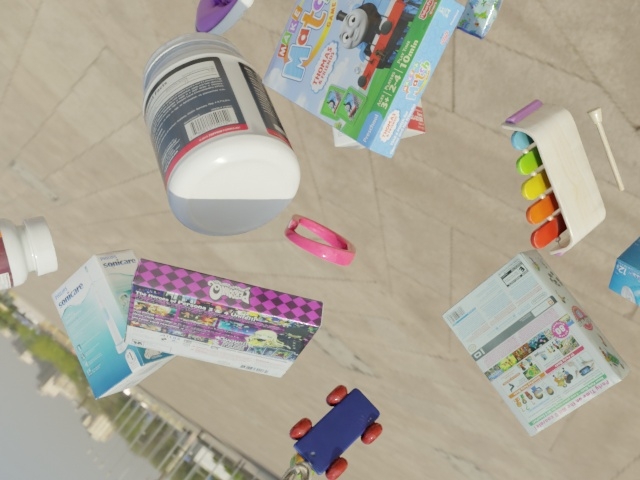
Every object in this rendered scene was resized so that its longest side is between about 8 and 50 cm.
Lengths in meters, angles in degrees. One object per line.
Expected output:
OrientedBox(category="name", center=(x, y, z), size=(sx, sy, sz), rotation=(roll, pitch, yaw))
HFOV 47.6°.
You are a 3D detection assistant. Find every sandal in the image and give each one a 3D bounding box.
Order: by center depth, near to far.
OrientedBox(category="sandal", center=(-0.129, -0.536, 1.292), size=(0.102, 0.169, 0.416), rotation=(22, 135, -35))

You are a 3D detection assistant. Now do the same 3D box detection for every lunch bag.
OrientedBox(category="lunch bag", center=(0.438, -0.625, 1.953), size=(0.096, 0.151, 0.128), rotation=(30, 121, 12))

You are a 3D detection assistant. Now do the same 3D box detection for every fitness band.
OrientedBox(category="fitness band", center=(0.000, 0.000, 2.046), size=(0.209, 0.054, 0.291), rotation=(28, -171, -3))

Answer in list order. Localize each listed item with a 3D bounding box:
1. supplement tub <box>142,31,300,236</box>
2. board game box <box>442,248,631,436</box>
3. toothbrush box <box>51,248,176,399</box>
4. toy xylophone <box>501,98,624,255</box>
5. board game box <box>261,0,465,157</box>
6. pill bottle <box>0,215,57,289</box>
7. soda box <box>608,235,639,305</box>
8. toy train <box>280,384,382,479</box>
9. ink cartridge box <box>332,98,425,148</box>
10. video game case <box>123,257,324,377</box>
OrientedBox(category="supplement tub", center=(-0.155, -0.160, 1.075), size=(0.191, 0.191, 0.272), rotation=(65, -179, -55))
OrientedBox(category="board game box", center=(0.431, 0.205, 1.472), size=(0.098, 0.224, 0.303), rotation=(-6, -122, -55))
OrientedBox(category="toothbrush box", center=(-0.504, 0.202, 1.771), size=(0.216, 0.126, 0.295), rotation=(-37, 76, 32))
OrientedBox(category="toy xylophone", center=(0.500, -0.136, 1.475), size=(0.081, 0.236, 0.322), rotation=(2, 113, 58))
OrientedBox(category="board game box", center=(0.034, -0.202, 0.765), size=(0.039, 0.160, 0.211), rotation=(12, -161, -42))
OrientedBox(category="pill bottle", center=(-0.568, 0.030, 1.217), size=(0.121, 0.221, 0.121), rotation=(41, 138, 49))
OrientedBox(category="soda box", center=(0.515, 0.080, 1.003), size=(0.210, 0.071, 0.067), rotation=(35, 148, 35))
OrientedBox(category="toy train", center=(-0.020, 0.357, 1.184), size=(0.105, 0.248, 0.143), rotation=(46, 147, 12))
OrientedBox(category="ink cartridge box", center=(0.123, -0.372, 1.725), size=(0.197, 0.272, 0.114), rotation=(-9, 178, 32))
OrientedBox(category="video game case", center=(-0.134, 0.110, 0.949), size=(0.232, 0.041, 0.210), rotation=(14, 150, -10))
